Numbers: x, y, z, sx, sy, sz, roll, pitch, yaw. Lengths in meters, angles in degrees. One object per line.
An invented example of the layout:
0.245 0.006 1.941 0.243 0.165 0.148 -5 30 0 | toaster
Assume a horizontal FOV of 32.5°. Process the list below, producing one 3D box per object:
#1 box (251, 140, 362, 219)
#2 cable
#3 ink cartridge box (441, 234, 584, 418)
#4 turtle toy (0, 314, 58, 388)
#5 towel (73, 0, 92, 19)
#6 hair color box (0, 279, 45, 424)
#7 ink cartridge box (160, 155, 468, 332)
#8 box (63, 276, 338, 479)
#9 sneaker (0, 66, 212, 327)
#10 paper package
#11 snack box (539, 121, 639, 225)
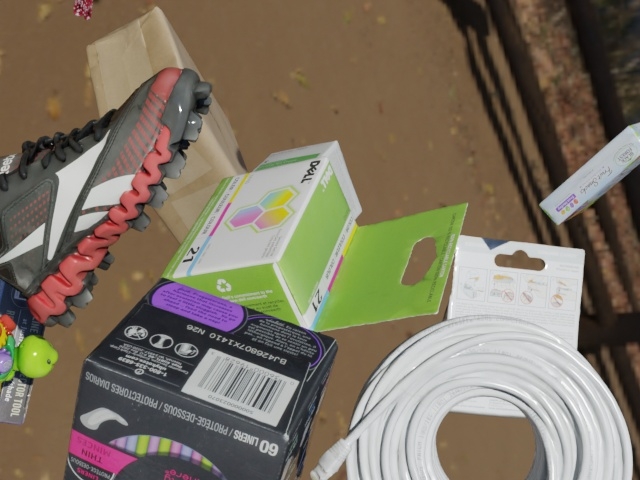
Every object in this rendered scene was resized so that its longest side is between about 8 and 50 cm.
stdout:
-0.020 -0.054 1.340 0.087 0.101 0.102 -49 125 -56 | box
0.153 0.199 1.026 0.257 0.257 0.089 -57 172 1 | cable
0.253 0.121 1.479 0.066 0.189 0.232 147 -51 -76 | ink cartridge box
-0.329 0.109 1.098 0.130 0.066 0.095 23 38 -31 | turtle toy
-0.356 -0.493 1.639 0.275 0.031 0.199 113 -30 -56 | towel
-0.460 0.109 1.402 0.110 0.338 0.185 15 84 -35 | hair color box
0.000 0.000 1.091 0.097 0.255 0.189 65 29 -28 | ink cartridge box
-0.107 0.194 0.886 0.143 0.165 0.270 -56 163 -60 | box
-0.201 -0.051 0.922 0.135 0.276 0.098 36 27 -11 | sneaker
-0.269 -0.202 2.003 0.325 0.168 0.309 59 8 -48 | paper package
0.332 -0.080 1.289 0.037 0.141 0.100 51 29 10 | snack box
